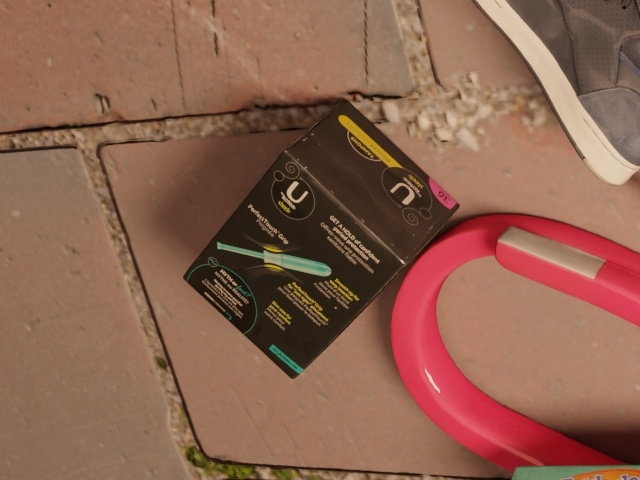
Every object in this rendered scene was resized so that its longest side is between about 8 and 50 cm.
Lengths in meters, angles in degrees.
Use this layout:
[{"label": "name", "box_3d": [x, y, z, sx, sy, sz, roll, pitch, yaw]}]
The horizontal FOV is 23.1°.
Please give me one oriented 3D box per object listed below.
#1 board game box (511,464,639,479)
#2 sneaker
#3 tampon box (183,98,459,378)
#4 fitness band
[{"label": "board game box", "box_3d": [0.250, 0.242, 1.157, 0.160, 0.047, 0.210, -5, 136, 34]}, {"label": "sneaker", "box_3d": [0.186, -0.169, 0.977, 0.163, 0.086, 0.226, -36, 90, 35]}, {"label": "tampon box", "box_3d": [0.000, 0.000, 1.178, 0.120, 0.101, 0.161, 43, 130, 2]}, {"label": "fitness band", "box_3d": [0.187, 0.095, 1.156, 0.291, 0.054, 0.209, 25, 130, 18]}]
